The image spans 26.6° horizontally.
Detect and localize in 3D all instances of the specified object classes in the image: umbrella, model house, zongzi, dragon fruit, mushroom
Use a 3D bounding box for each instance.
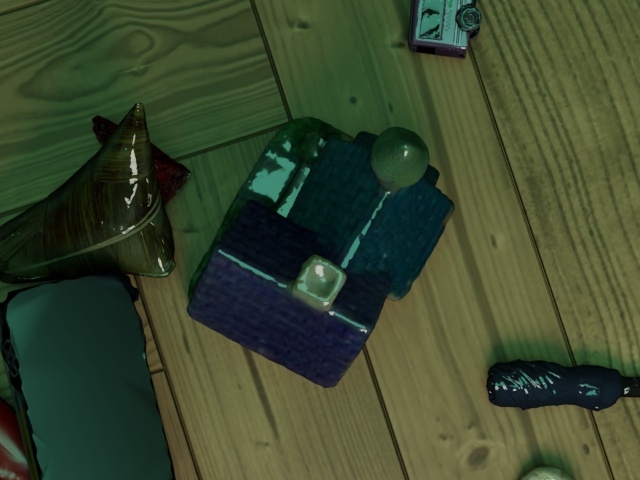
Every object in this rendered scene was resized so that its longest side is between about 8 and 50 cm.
[{"bbox_3d":[0.331,0.180,1.713,0.248,0.071,0.071,-1,87,-5],"label":"umbrella"},{"bbox_3d":[0.000,0.000,1.603,0.245,0.280,0.312,31,86,1],"label":"model house"},{"bbox_3d":[-0.311,-0.055,1.641,0.248,0.111,0.241,-6,125,1],"label":"zongzi"},{"bbox_3d":[-0.227,-0.114,1.717,0.131,0.097,0.063,37,59,24],"label":"dragon fruit"},{"bbox_3d":[0.285,0.324,1.697,0.083,0.067,0.083,0,94,-3],"label":"mushroom"}]

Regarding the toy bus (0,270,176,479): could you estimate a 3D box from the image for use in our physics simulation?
[{"bbox_3d":[-0.269,0.244,1.616,0.171,0.162,0.386,-12,80,-18],"label":"toy bus"}]

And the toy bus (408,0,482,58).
[{"bbox_3d":[0.160,-0.326,1.721,0.098,0.087,0.178,6,89,5],"label":"toy bus"}]

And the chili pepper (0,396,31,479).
[{"bbox_3d":[-0.464,0.198,1.675,0.387,0.110,0.110,41,87,-5],"label":"chili pepper"}]
